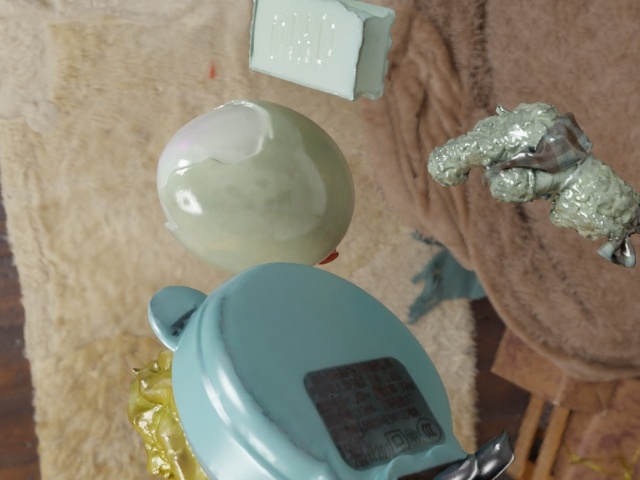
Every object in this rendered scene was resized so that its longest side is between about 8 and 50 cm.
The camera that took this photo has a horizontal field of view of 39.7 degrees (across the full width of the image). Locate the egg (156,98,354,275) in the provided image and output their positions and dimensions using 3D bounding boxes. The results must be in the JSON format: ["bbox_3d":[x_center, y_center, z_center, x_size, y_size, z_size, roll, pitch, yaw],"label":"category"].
[{"bbox_3d":[-0.108,-0.083,1.383,0.336,0.278,0.278,23,89,-53],"label":"egg"}]

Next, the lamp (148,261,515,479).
[{"bbox_3d":[0.010,0.129,0.621,0.209,0.284,0.147,-4,121,-44],"label":"lamp"}]

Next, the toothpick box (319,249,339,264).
[{"bbox_3d":[0.000,0.000,1.584,0.047,0.047,0.083,-12,66,-25],"label":"toothpick box"}]

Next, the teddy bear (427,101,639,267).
[{"bbox_3d":[0.220,-0.073,0.831,0.133,0.213,0.111,-39,149,-39],"label":"teddy bear"}]

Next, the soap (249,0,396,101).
[{"bbox_3d":[-0.003,-0.249,1.110,0.063,0.198,0.115,-12,116,-43],"label":"soap"}]

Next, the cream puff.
[{"bbox_3d":[-0.198,0.325,1.499,0.291,0.257,0.325,-65,145,-46],"label":"cream puff"}]
